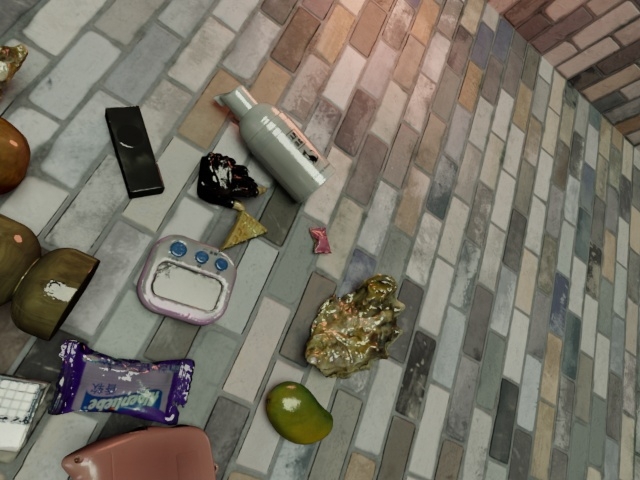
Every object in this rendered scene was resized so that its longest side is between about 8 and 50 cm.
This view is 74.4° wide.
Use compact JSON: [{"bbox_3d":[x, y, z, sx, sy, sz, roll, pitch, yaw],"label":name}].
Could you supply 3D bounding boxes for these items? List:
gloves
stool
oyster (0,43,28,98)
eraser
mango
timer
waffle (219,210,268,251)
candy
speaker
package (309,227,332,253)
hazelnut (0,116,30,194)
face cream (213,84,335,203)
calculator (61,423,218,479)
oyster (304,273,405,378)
[{"bbox_3d":[-0.220,-0.151,1.092,0.181,0.106,0.128,5,72,-24],"label":"gloves"},{"bbox_3d":[-0.589,0.054,0.788,0.264,0.179,0.179,30,64,-18],"label":"stool"},{"bbox_3d":[-0.746,-0.298,0.824,0.341,0.110,0.166,-36,57,-28],"label":"oyster"},{"bbox_3d":[-0.659,0.286,0.741,0.288,0.086,0.130,22,65,-23],"label":"eraser"},{"bbox_3d":[-0.053,0.432,1.039,0.191,0.086,0.122,48,56,-9],"label":"mango"},{"bbox_3d":[-0.312,0.094,0.996,0.209,0.069,0.190,24,64,-23],"label":"timer"},{"bbox_3d":[-0.194,-0.002,1.079,0.097,0.023,0.152,45,40,-25],"label":"waffle"},{"bbox_3d":[-0.411,0.302,0.886,0.276,0.070,0.145,19,75,-28],"label":"candy"},{"bbox_3d":[-0.448,-0.215,1.017,0.082,0.044,0.217,-15,84,-31],"label":"speaker"},{"bbox_3d":[0.000,0.000,1.220,0.059,0.029,0.083,1,67,-32],"label":"package"},{"bbox_3d":[-0.670,-0.171,0.813,0.182,0.182,0.181,8,73,-27],"label":"hazelnut"},{"bbox_3d":[-0.132,-0.281,1.152,0.369,0.145,0.145,47,60,-12],"label":"face cream"},{"bbox_3d":[-0.320,0.473,0.819,0.330,0.048,0.219,21,45,-54],"label":"calculator"},{"bbox_3d":[0.100,0.250,1.156,0.352,0.115,0.237,-23,88,-32],"label":"oyster"}]
